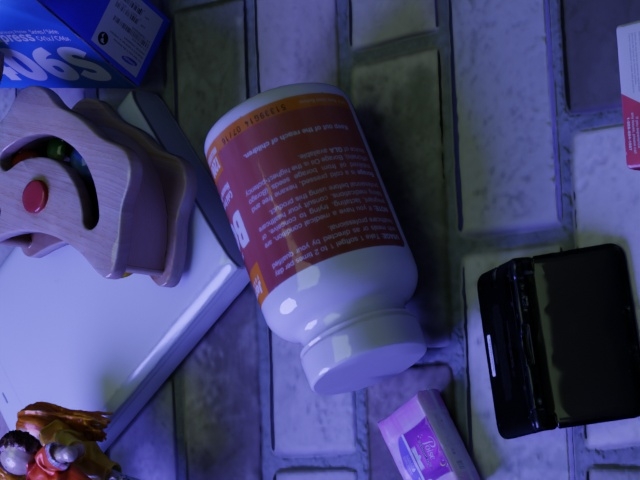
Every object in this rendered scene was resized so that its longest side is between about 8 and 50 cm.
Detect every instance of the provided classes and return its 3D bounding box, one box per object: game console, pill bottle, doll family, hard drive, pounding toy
[{"bbox_3d":[0.168,0.073,1.282,0.107,0.071,0.122,145,119,-68],"label":"game console"},{"bbox_3d":[0.000,0.000,1.362,0.121,0.121,0.216,-36,64,35],"label":"pill bottle"},{"bbox_3d":[-0.212,0.227,1.537,0.163,0.118,0.263,37,136,14],"label":"doll family"},{"bbox_3d":[-0.192,0.049,1.587,0.307,0.040,0.203,-50,58,29],"label":"hard drive"},{"bbox_3d":[-0.242,-0.046,1.503,0.269,0.155,0.154,35,106,38],"label":"pounding toy"}]

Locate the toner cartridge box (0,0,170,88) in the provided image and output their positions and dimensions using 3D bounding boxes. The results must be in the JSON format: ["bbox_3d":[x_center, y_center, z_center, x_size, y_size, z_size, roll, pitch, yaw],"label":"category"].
[{"bbox_3d":[-0.314,-0.208,1.618,0.348,0.165,0.075,4,62,42],"label":"toner cartridge box"}]

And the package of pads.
[{"bbox_3d":[0.081,0.156,1.341,0.050,0.032,0.083,-42,61,33],"label":"package of pads"}]

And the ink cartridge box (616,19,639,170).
[{"bbox_3d":[0.265,-0.101,1.174,0.135,0.056,0.099,-8,83,42],"label":"ink cartridge box"}]
